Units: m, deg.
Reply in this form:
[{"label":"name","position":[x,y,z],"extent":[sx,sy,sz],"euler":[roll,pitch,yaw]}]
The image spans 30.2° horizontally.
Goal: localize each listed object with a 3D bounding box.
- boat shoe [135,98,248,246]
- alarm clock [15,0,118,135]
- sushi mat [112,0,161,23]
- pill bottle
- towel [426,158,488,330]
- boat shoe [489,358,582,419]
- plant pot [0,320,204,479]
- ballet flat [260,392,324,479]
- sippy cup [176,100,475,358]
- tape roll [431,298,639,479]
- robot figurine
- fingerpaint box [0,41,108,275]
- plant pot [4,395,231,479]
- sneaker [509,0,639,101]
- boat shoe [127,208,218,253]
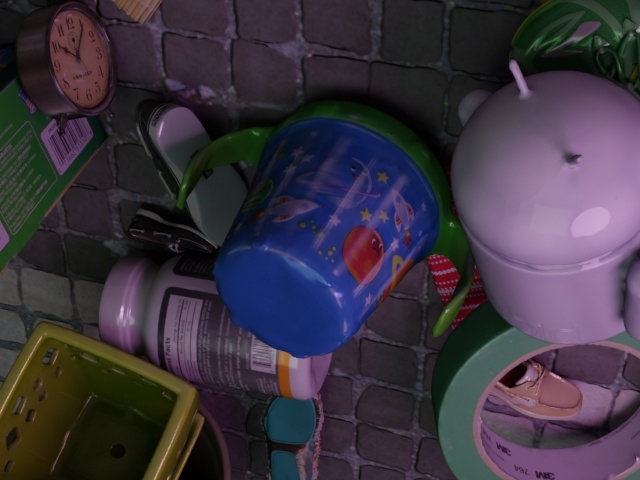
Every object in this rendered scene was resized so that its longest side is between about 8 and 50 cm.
[{"label":"boat shoe","position":[-0.153,-0.084,1.435],"extent":[0.070,0.078,0.219],"euler":[26,151,44]},{"label":"alarm clock","position":[-0.293,-0.220,1.339],"extent":[0.064,0.129,0.192],"euler":[-3,105,25]},{"label":"sushi mat","position":[-0.173,-0.373,1.237],"extent":[0.151,0.019,0.316],"euler":[37,130,-10]},{"label":"pill bottle","position":[-0.128,0.103,1.511],"extent":[0.278,0.162,0.162],"euler":[9,130,14]},{"label":"towel","position":[0.216,0.012,1.401],"extent":[0.198,0.031,0.275],"euler":[-7,125,25]},{"label":"boat shoe","position":[0.252,0.175,1.488],"extent":[0.170,0.063,0.059],"euler":[18,151,2]},{"label":"plant pot","position":[-0.283,0.262,1.513],"extent":[0.228,0.227,0.207],"euler":[22,165,11]},{"label":"ballet flat","position":[-0.037,0.267,1.664],"extent":[0.091,0.077,0.241],"euler":[13,128,8]},{"label":"sippy cup","position":[0.000,0.000,1.317],"extent":[0.305,0.224,0.240],"euler":[-1,128,33]},{"label":"tape roll","position":[0.295,0.191,1.422],"extent":[0.321,0.077,0.321],"euler":[-1,123,-2]},{"label":"robot figurine","position":[0.240,-0.028,1.164],"extent":[0.300,0.199,0.353],"euler":[48,173,34]},{"label":"fingerpaint box","position":[-0.511,-0.044,1.341],"extent":[0.371,0.445,0.163],"euler":[-6,124,24]},{"label":"plant pot","position":[-0.292,0.393,1.737],"extent":[0.323,0.323,0.280],"euler":[17,147,6]},{"label":"sneaker","position":[0.328,-0.177,1.145],"extent":[0.295,0.123,0.109],"euler":[6,129,16]},{"label":"boat shoe","position":[-0.189,-0.003,1.506],"extent":[0.125,0.038,0.046],"euler":[21,161,19]}]
